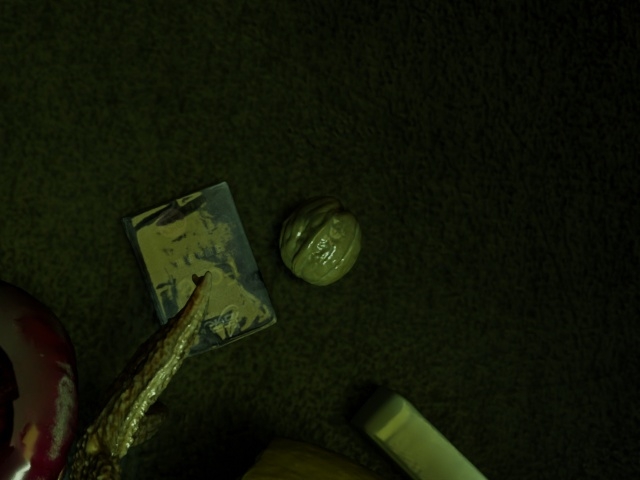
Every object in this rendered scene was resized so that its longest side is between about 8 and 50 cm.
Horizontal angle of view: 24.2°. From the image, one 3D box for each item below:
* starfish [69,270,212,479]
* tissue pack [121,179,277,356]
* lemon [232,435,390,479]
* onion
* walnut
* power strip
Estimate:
[{"bbox_3d":[-0.173,0.196,1.333,0.094,0.327,0.375,18,126,-12],"label":"starfish"},{"bbox_3d":[-0.121,0.030,1.500,0.112,0.051,0.156,-21,94,-13],"label":"tissue pack"},{"bbox_3d":[-0.004,0.380,1.368,0.364,0.364,0.364,0,90,-13],"label":"lemon"},{"bbox_3d":[-0.311,0.171,1.378,0.195,0.272,0.272,30,82,-49],"label":"onion"},{"bbox_3d":[0.000,0.000,1.513,0.092,0.092,0.092,0,90,-13],"label":"walnut"},{"bbox_3d":[0.186,0.301,1.549,0.385,0.091,0.062,45,83,-9],"label":"power strip"}]
